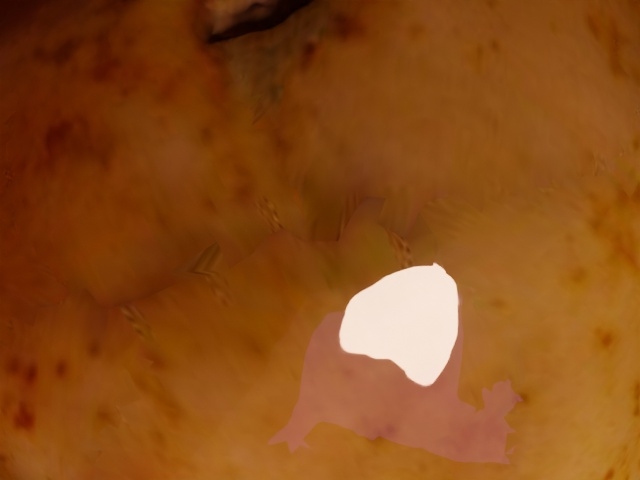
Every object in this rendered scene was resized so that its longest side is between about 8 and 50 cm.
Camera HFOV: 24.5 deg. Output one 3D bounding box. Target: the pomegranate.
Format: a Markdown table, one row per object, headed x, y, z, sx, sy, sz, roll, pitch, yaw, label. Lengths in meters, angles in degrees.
| x | y | z | sx | sy | sz | roll | pitch | yaw | label |
| --- | --- | --- | --- | --- | --- | --- | --- | --- | --- |
| 0.000 | 0.000 | 0.429 | 0.248 | 0.248 | 0.248 | -10 | 144 | -8 | pomegranate |
